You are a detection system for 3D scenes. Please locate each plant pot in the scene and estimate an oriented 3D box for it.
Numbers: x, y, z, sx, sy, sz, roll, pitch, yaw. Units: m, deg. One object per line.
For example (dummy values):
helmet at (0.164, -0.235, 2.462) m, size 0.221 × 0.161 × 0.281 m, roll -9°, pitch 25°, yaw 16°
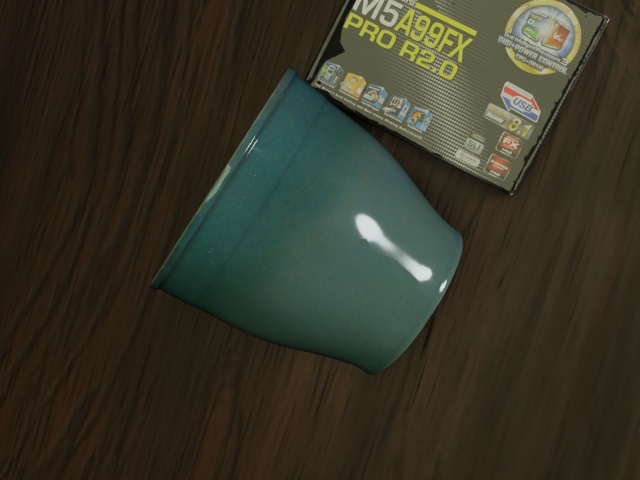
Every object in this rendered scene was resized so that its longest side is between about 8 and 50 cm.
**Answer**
plant pot at (0.000, 0.000, 1.085) m, size 0.255 × 0.271 × 0.272 m, roll 32°, pitch 98°, yaw -6°

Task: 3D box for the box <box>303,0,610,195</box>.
box at (0.146, -0.204, 1.141) m, size 0.270 × 0.060 × 0.216 m, roll 29°, pitch 97°, yaw 8°
